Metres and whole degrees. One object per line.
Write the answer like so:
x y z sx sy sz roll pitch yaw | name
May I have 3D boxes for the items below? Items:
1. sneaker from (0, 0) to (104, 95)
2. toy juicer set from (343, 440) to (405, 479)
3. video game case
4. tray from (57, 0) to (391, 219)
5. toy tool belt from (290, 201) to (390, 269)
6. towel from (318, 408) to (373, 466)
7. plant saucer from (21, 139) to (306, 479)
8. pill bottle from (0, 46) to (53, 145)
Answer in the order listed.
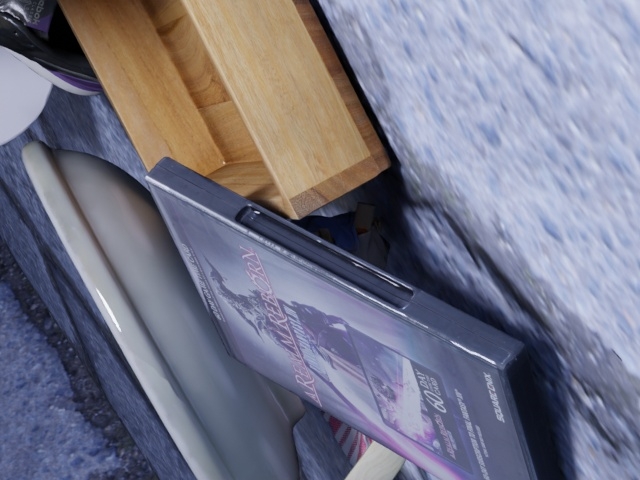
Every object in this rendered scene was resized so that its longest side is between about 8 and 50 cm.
-0.255 -0.203 1.585 0.283 0.107 0.124 21 176 -24 | sneaker
0.042 0.325 1.518 0.329 0.209 0.089 62 159 -8 | toy juicer set
0.023 0.066 1.211 0.274 0.026 0.196 27 154 32 | video game case
-0.081 -0.122 1.344 0.203 0.076 0.411 63 168 -8 | tray
0.000 0.000 1.268 0.052 0.083 0.051 -79 -24 -50 | toy tool belt
-0.009 0.094 1.628 0.197 0.029 0.144 52 164 35 | towel
-0.105 0.075 1.637 0.400 0.100 0.400 60 177 5 | plant saucer
-0.408 -0.213 2.122 0.210 0.210 0.363 66 167 -23 | pill bottle
